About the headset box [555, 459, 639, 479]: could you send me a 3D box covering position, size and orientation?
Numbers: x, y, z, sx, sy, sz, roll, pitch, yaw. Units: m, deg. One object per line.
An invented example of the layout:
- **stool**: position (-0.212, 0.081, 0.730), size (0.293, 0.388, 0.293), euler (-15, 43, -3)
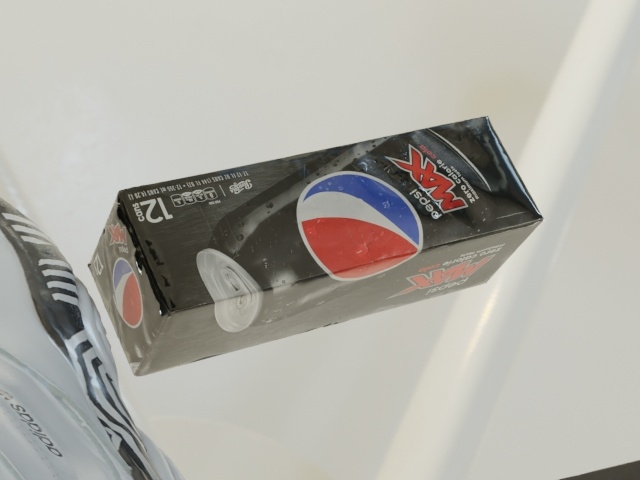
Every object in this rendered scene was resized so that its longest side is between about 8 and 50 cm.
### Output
- **headset box**: position (0.180, 0.201, 0.406), size (0.131, 0.246, 0.283), euler (52, -148, -37)

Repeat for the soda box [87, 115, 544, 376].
- **soda box**: position (0.000, 0.000, 0.548), size (0.169, 0.060, 0.053), euler (-14, -113, -28)

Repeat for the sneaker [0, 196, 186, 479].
- **sneaker**: position (-0.139, 0.052, 0.385), size (0.366, 0.137, 0.210), euler (48, 179, 32)
